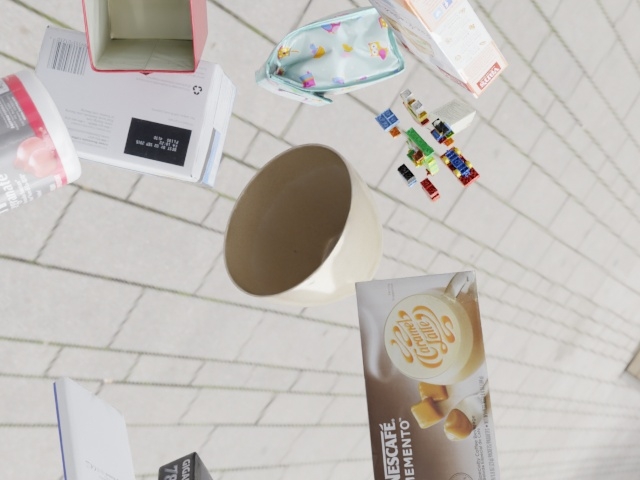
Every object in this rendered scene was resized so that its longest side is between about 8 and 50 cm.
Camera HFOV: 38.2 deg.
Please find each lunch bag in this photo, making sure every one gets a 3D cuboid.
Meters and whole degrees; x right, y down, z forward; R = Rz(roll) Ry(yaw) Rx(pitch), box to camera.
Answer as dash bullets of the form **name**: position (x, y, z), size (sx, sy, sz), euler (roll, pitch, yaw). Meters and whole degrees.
- **lunch bag**: position (0.007, -0.341, 1.761), size (0.262, 0.223, 0.160), euler (-19, 100, -6)

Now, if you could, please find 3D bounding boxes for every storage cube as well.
- **storage cube**: position (-0.300, -0.413, 1.611), size (0.193, 0.184, 0.214), euler (-88, 179, -57)

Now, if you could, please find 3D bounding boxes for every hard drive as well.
- **hard drive**: position (-0.476, 0.461, 1.976), size (0.040, 0.318, 0.210), euler (-34, 133, 9)

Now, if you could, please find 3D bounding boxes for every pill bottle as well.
- **pill bottle**: position (-0.516, -0.102, 1.294), size (0.319, 0.176, 0.176), euler (-28, 143, -18)

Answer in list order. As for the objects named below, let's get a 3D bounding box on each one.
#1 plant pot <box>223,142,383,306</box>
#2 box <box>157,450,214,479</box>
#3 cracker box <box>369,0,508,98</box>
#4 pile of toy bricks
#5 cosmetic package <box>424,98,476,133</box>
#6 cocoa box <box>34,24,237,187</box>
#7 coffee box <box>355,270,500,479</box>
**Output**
- **plant pot**: position (0.000, 0.000, 1.599), size (0.191, 0.284, 0.284), euler (32, 94, -42)
- **box**: position (-0.141, 0.503, 1.318), size (0.073, 0.295, 0.293), euler (-26, 114, 5)
- **cracker box**: position (0.127, -0.293, 1.168), size (0.067, 0.156, 0.232), euler (-48, 140, 4)
- **pile of toy bricks**: position (0.180, -0.148, 1.595), size (0.118, 0.212, 0.105), euler (-36, 155, 1)
- **cosmetic package**: position (0.284, -0.265, 2.018), size (0.115, 0.060, 0.041), euler (-31, 149, -46)
- **cocoa box**: position (-0.368, -0.254, 1.827), size (0.228, 0.347, 0.231), euler (22, 81, -85)
- **coffee box**: position (0.122, 0.168, 1.062), size (0.098, 0.141, 0.246), euler (59, 26, -76)
